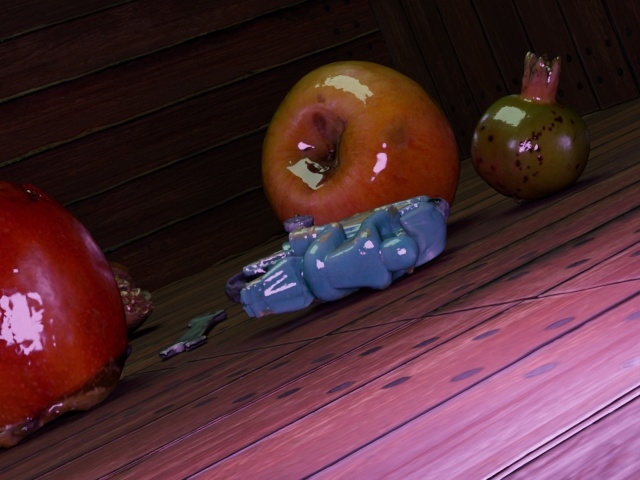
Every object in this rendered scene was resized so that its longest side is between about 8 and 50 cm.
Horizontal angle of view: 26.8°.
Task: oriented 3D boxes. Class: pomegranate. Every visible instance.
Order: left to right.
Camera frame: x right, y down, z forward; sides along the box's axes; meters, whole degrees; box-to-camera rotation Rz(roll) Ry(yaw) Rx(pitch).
[{"bbox_3d":[0.282,-0.148,1.803,0.159,0.205,0.159,7,16,-2],"label":"pomegranate"}]

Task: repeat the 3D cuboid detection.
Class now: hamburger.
[{"bbox_3d":[-0.423,0.135,2.455,0.286,0.146,0.243,-28,-6,22],"label":"hamburger"}]

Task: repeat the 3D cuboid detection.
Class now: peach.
[{"bbox_3d":[-0.428,0.095,1.600,0.339,0.417,0.353,-46,-16,-57],"label":"peach"}]

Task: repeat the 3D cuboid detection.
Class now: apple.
[{"bbox_3d":[0.065,-0.110,1.953,0.299,0.299,0.275,-21,-28,32],"label":"apple"}]

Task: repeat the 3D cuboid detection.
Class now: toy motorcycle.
[{"bbox_3d":[0.037,0.021,1.563,0.296,0.109,0.198,-21,13,-12],"label":"toy motorcycle"}]

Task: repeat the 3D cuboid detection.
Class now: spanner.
[{"bbox_3d":[-0.173,0.127,1.880,0.071,0.017,0.302,-22,3,5],"label":"spanner"}]

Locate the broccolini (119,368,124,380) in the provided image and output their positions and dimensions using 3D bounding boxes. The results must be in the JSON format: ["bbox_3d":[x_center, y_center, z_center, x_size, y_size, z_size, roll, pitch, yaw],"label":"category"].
[{"bbox_3d":[-0.301,0.176,1.808,0.216,0.058,0.067,-4,58,58],"label":"broccolini"}]
